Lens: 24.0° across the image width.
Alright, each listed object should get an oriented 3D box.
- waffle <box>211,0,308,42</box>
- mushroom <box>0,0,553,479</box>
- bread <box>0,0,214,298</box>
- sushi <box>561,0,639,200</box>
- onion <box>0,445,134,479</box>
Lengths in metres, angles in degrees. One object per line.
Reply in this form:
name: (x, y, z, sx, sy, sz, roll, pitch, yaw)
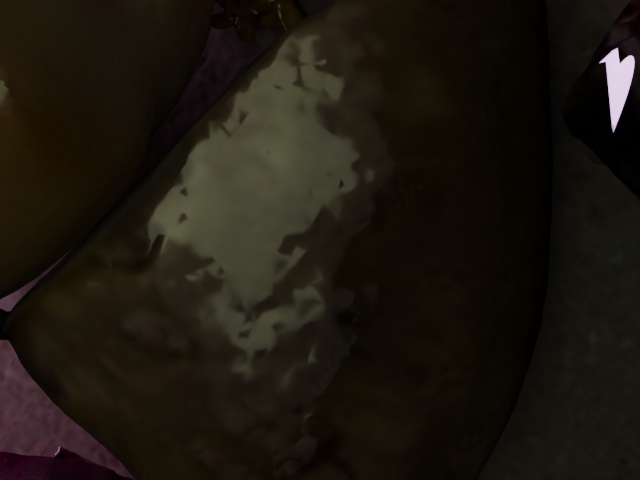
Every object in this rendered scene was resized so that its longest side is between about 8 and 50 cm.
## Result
waffle: (-0.028, -0.249, 1.024, 0.232, 0.051, 0.228, 24, 107, 12)
mushroom: (0.039, 0.019, 0.966, 0.313, 0.224, 0.397, 47, 109, 6)
bread: (-0.251, -0.126, 0.946, 0.376, 0.348, 0.253, -25, 131, 35)
sushi: (0.328, -0.092, 0.815, 0.281, 0.299, 0.294, 44, 107, 20)
onion: (-0.222, 0.326, 1.075, 0.348, 0.285, 0.347, 0, 109, 1)
